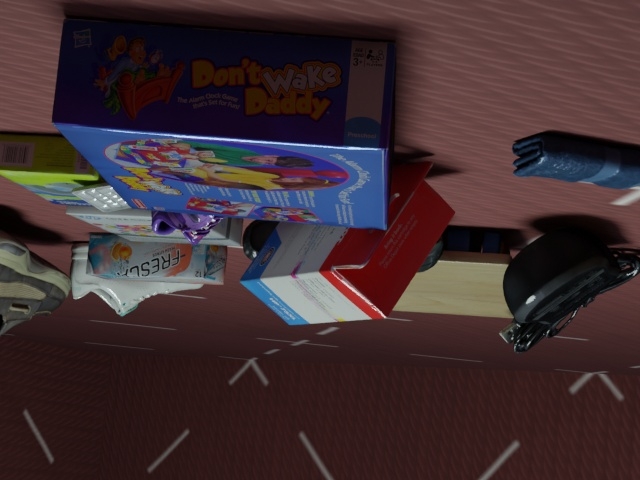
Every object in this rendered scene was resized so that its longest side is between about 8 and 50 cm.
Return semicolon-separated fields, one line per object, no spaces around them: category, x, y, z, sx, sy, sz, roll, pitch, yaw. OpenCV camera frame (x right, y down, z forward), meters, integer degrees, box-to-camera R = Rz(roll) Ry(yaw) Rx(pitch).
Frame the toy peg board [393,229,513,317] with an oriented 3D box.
toy peg board;0.154;0.022;1.922;0.161;0.079;0.160;3;156;12

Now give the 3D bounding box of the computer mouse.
computer mouse;0.262;0.042;1.827;0.188;0.072;0.272;-35;164;8

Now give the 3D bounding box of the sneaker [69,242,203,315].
sneaker;-0.264;0.064;2.329;0.212;0.094;0.080;10;169;-30

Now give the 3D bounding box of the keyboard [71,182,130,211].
keyboard;-0.106;-0.058;1.535;0.256;0.014;0.072;-9;168;18

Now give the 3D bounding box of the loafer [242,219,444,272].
loafer;0.026;-0.002;1.794;0.223;0.076;0.078;2;165;-5

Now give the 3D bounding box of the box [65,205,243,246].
box;-0.185;-0.028;1.855;0.145;0.038;0.186;3;170;16

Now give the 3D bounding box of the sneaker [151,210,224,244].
sneaker;-0.113;-0.032;1.673;0.068;0.071;0.170;12;168;-40

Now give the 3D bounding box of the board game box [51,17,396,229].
board game box;-0.059;-0.081;1.278;0.233;0.078;0.347;5;172;3

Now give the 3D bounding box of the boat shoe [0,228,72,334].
boat shoe;-0.436;0.054;2.139;0.132;0.130;0.355;31;173;15

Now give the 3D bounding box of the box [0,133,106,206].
box;-0.243;-0.066;1.620;0.109;0.042;0.178;4;171;14

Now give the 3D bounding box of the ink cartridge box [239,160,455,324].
ink cartridge box;0.035;0.005;1.556;0.078;0.134;0.231;43;157;-21

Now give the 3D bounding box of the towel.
towel;0.227;-0.065;1.380;0.119;0.029;0.067;8;170;-19

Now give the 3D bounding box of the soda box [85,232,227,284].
soda box;-0.218;0.025;2.160;0.183;0.058;0.063;1;171;24
